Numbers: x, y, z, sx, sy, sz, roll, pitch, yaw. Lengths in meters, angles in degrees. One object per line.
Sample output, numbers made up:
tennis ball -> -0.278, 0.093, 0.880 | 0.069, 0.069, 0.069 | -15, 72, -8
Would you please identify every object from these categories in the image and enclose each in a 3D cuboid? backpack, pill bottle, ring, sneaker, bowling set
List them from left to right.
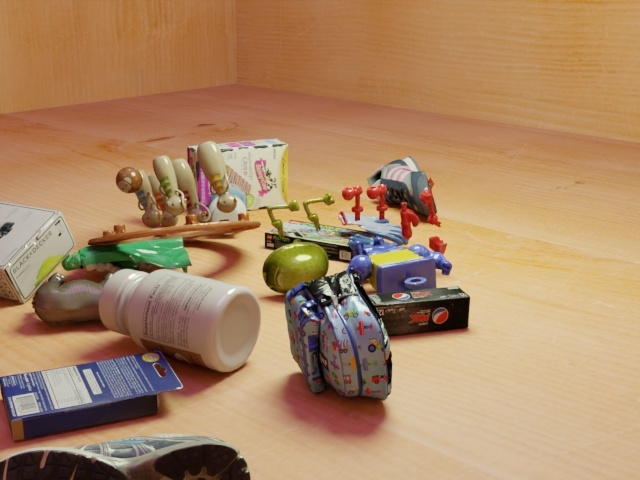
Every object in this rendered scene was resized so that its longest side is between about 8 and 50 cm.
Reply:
sneaker -> -0.222, 0.268, 1.012 | 0.283, 0.110, 0.122 | 0, 0, -10
bowling set -> -0.331, -0.086, 1.939 | 0.200, 0.154, 0.287 | -17, -3, -39
ring -> -0.285, -0.022, 1.816 | 0.337, 0.032, 0.336 | -6, -3, 0
pill bottle -> -0.217, 0.113, 1.406 | 0.229, 0.131, 0.131 | 11, 20, 29
pill bottle -> -0.206, -0.067, 2.054 | 0.087, 0.087, 0.160 | -1, 17, -4
backpack -> 0.030, 0.147, 1.289 | 0.117, 0.158, 0.173 | -13, 32, -14
sneaker -> 0.195, -0.116, 2.233 | 0.131, 0.112, 0.319 | -17, 16, -1

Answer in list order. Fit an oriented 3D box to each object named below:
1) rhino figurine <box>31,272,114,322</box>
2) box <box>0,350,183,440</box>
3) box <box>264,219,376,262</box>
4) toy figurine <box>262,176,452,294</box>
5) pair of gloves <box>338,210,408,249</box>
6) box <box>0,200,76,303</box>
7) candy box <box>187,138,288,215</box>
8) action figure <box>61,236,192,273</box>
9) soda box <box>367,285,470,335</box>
rhino figurine -> -0.363, 0.098, 1.550 | 0.243, 0.073, 0.106 | -1, 14, -9
box -> -0.311, 0.207, 1.261 | 0.225, 0.036, 0.136 | -8, 20, -22
box -> 0.000, 0.000, 1.929 | 0.207, 0.036, 0.114 | 9, 19, 26
toy figurine -> 0.101, 0.026, 1.624 | 0.363, 0.191, 0.217 | -8, 24, -22
pair of gloves -> 0.119, 0.000, 1.873 | 0.159, 0.023, 0.198 | 13, 27, -17
box -> -0.620, 0.009, 1.704 | 0.290, 0.087, 0.169 | 8, 44, 25
candy box -> -0.194, -0.151, 2.204 | 0.234, 0.159, 0.071 | -9, 21, -27
action figure -> -0.371, 0.036, 1.756 | 0.232, 0.063, 0.137 | -1, 18, -19
soda box -> 0.159, 0.116, 1.524 | 0.169, 0.060, 0.053 | -4, 19, -16
